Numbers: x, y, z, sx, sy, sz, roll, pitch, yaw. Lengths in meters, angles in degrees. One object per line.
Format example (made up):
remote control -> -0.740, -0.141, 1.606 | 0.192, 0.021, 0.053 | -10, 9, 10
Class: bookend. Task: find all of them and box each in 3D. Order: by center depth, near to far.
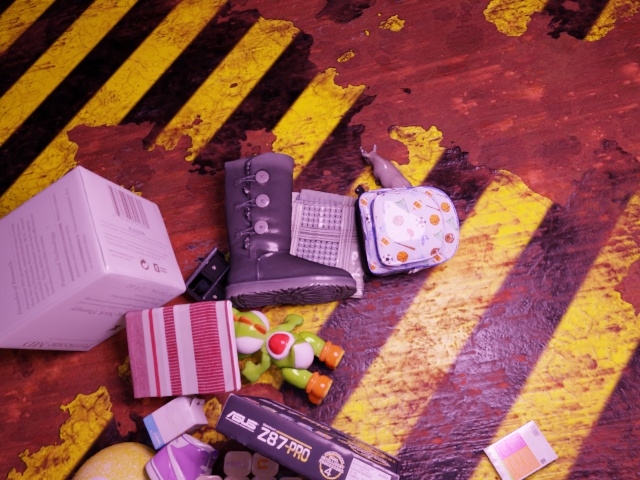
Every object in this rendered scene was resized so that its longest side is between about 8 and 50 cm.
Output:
bookend -> -0.300, 0.131, 1.415 | 0.157, 0.072, 0.156 | 35, 79, 19

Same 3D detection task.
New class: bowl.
bowl -> -0.547, 0.673, 1.210 | 0.288, 0.156, 0.290 | -3, 69, 8

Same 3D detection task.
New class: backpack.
backpack -> 0.239, -0.034, 1.288 | 0.263, 0.213, 0.277 | -8, 92, -9

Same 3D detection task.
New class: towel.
towel -> -0.367, 0.289, 1.255 | 0.328, 0.037, 0.237 | -9, 87, 19
towel -> 0.000, 0.000, 1.423 | 0.311, 0.056, 0.325 | 7, 70, 12

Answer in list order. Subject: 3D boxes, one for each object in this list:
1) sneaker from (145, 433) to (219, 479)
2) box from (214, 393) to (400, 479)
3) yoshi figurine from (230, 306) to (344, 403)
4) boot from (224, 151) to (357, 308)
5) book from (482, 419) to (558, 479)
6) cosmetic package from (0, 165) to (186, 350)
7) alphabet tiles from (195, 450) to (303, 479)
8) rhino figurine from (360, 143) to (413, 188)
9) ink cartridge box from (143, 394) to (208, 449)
sneaker -> -0.300, 0.628, 1.201 | 0.161, 0.102, 0.282 | -38, 82, -12
box -> -0.011, 0.482, 1.104 | 0.394, 0.318, 0.097 | 19, 73, 17
yoshi figurine -> -0.129, 0.297, 1.300 | 0.361, 0.203, 0.203 | 26, 110, 5
boot -> -0.095, -0.045, 1.370 | 0.366, 0.146, 0.446 | -2, 63, -4
book -> 0.488, 0.522, 1.161 | 0.144, 0.035, 0.096 | -29, 65, -2
cosmetic package -> -0.665, 0.072, 1.326 | 0.393, 0.329, 0.328 | -31, 68, 11
alphabet tiles -> -0.179, 0.677, 1.171 | 0.277, 0.021, 0.285 | 7, 70, -14
rhino figurine -> 0.196, -0.204, 1.438 | 0.073, 0.106, 0.243 | -35, 68, -5
ink cartridge box -> -0.383, 0.485, 1.285 | 0.143, 0.092, 0.090 | -31, 69, -3
